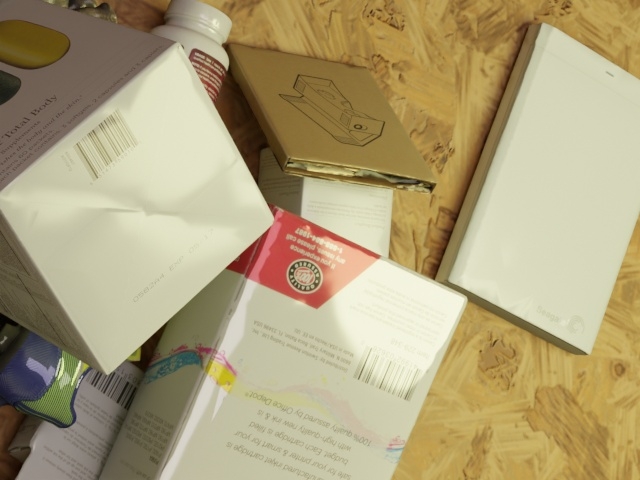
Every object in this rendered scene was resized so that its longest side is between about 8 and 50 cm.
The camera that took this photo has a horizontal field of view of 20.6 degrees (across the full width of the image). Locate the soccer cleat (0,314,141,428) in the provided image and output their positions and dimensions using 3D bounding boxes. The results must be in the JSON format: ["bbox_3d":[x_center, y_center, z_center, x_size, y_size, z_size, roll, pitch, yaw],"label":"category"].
[{"bbox_3d":[-0.198,0.051,1.618,0.121,0.093,0.289,42,53,-10],"label":"soccer cleat"}]

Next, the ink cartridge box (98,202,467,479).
[{"bbox_3d":[-0.037,0.140,1.603,0.226,0.131,0.306,26,87,-27],"label":"ink cartridge box"}]

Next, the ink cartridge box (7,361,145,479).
[{"bbox_3d":[-0.174,0.263,1.650,0.275,0.060,0.239,39,62,-22],"label":"ink cartridge box"}]

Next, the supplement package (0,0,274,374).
[{"bbox_3d":[-0.221,-0.057,1.478,0.199,0.262,0.198,-43,128,-21],"label":"supplement package"}]

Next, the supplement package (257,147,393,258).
[{"bbox_3d":[0.000,0.000,1.746,0.105,0.105,0.179,7,85,-29],"label":"supplement package"}]

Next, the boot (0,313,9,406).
[{"bbox_3d":[-0.371,0.118,1.557,0.219,0.082,0.106,-14,93,-30],"label":"boot"}]

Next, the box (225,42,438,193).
[{"bbox_3d":[0.008,-0.120,1.717,0.164,0.201,0.021,7,124,-28],"label":"box"}]

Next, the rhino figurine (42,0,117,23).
[{"bbox_3d":[-0.250,-0.206,1.634,0.106,0.073,0.243,-17,102,-27],"label":"rhino figurine"}]

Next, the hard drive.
[{"bbox_3d":[0.261,-0.055,1.927,0.203,0.040,0.307,27,76,-25],"label":"hard drive"}]

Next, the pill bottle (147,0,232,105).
[{"bbox_3d":[-0.138,-0.150,1.686,0.086,0.086,0.152,25,77,-26],"label":"pill bottle"}]
